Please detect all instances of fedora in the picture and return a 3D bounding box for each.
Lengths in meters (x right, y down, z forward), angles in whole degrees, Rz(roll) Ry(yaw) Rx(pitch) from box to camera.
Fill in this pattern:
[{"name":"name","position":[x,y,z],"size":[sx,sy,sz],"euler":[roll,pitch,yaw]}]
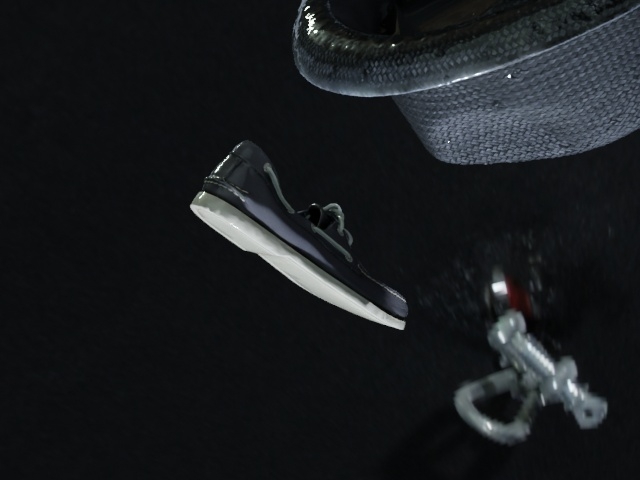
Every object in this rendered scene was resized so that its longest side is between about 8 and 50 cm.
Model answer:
[{"name":"fedora","position":[0.154,-0.151,1.029],"size":[0.334,0.152,0.334],"euler":[-21,-149,13]}]

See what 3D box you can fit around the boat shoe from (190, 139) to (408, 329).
[{"name":"boat shoe","position":[0.000,0.000,1.079],"size":[0.075,0.206,0.065],"euler":[14,-106,53]}]
